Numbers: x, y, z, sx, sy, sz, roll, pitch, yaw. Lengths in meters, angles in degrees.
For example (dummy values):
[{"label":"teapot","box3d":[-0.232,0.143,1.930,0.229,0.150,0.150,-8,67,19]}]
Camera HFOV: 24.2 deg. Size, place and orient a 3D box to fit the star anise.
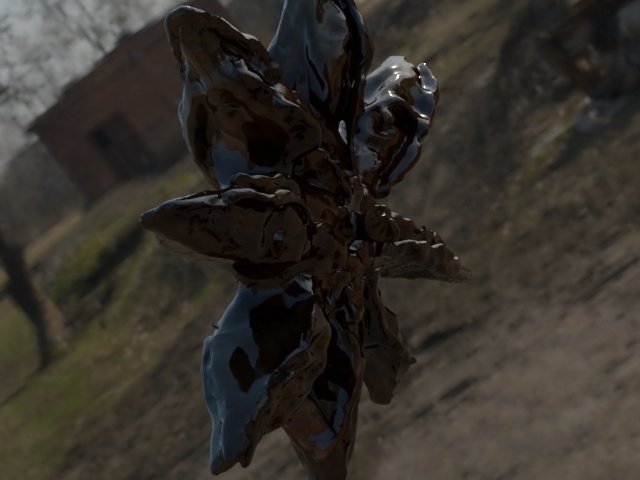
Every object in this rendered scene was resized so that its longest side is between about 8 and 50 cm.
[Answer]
[{"label":"star anise","box3d":[0.000,0.001,0.730,0.088,0.288,0.288,2,27,28]}]
